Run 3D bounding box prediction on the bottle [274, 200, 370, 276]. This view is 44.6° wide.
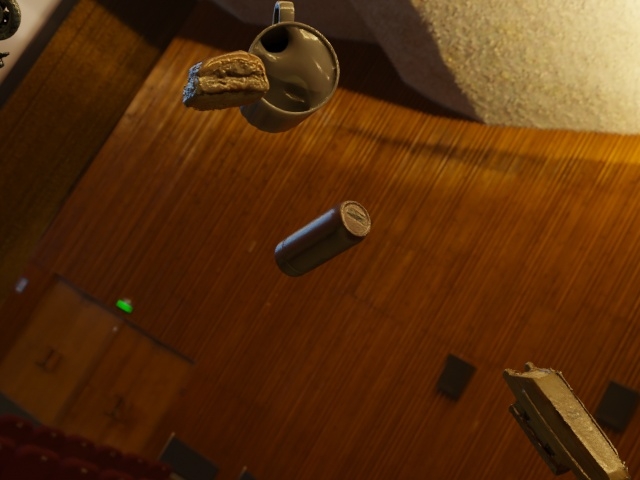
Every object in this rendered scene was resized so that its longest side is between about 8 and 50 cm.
[{"bbox_3d":[0.000,0.000,0.940,0.053,0.053,0.140,34,-39,-22],"label":"bottle"}]

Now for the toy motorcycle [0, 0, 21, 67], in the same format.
[{"bbox_3d":[-0.563,-0.364,1.166,0.254,0.135,0.092,38,18,-1],"label":"toy motorcycle"}]

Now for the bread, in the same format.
[{"bbox_3d":[-0.143,-0.245,1.187,0.125,0.082,0.106,-7,-4,-21],"label":"bread"}]

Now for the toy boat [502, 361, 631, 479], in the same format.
[{"bbox_3d":[0.320,0.258,1.025,0.068,0.088,0.226,-7,49,-32],"label":"toy boat"}]

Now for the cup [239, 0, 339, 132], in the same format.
[{"bbox_3d":[-0.060,-0.316,1.467,0.167,0.221,0.202,29,-12,-10],"label":"cup"}]
